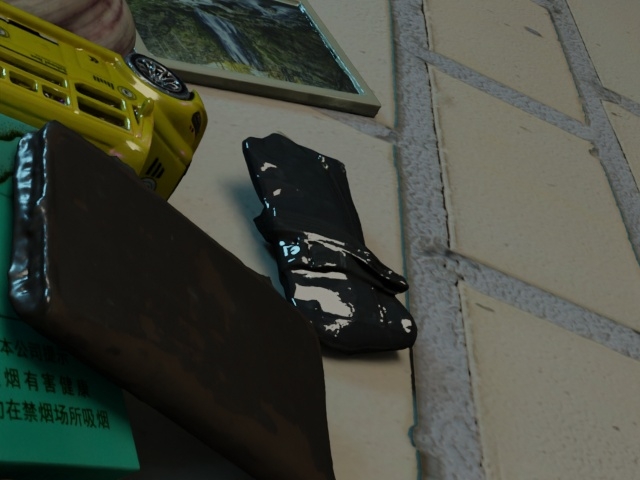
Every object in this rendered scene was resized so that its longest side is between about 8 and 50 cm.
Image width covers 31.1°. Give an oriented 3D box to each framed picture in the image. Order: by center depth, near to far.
[{"bbox_3d":[-0.104,-0.242,1.333,0.324,0.020,0.240,7,39,-36],"label":"framed picture"}]

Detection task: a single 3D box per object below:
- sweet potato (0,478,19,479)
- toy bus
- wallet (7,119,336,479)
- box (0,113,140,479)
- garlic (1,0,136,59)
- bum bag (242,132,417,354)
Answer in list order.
[{"bbox_3d":[-0.174,0.163,0.566,0.251,0.097,0.097,27,25,-46],"label":"sweet potato"},{"bbox_3d":[-0.235,-0.085,0.824,0.331,0.145,0.151,22,25,-34],"label":"toy bus"},{"bbox_3d":[-0.085,0.057,0.748,0.309,0.042,0.165,43,26,-44],"label":"wallet"},{"bbox_3d":[-0.187,0.025,0.652,0.161,0.042,0.226,26,44,-60],"label":"box"},{"bbox_3d":[-0.303,-0.201,0.954,0.253,0.245,0.245,-25,54,-13],"label":"garlic"},{"bbox_3d":[0.000,0.000,1.036,0.123,0.060,0.248,9,39,-31],"label":"bum bag"}]
